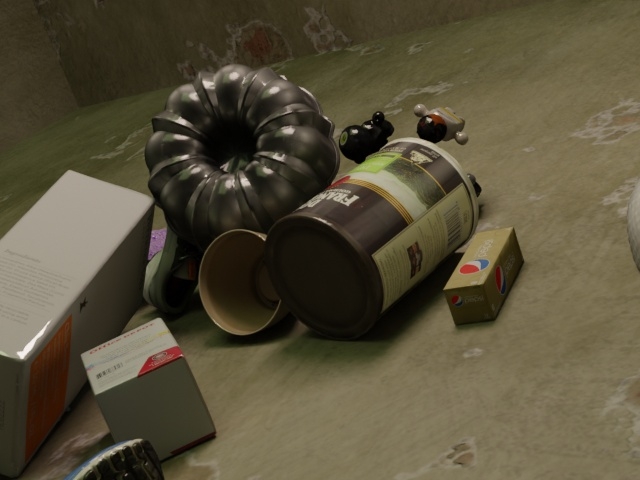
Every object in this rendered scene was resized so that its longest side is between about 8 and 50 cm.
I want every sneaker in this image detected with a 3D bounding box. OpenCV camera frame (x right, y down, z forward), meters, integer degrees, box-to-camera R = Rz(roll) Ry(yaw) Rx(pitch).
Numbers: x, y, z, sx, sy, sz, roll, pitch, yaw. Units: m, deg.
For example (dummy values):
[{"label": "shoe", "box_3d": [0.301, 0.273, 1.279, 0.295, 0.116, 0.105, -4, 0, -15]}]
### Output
[{"label": "sneaker", "box_3d": [-0.225, 0.004, 2.013, 0.100, 0.271, 0.108, 10, 14, -30]}, {"label": "sneaker", "box_3d": [-0.319, 0.330, 1.336, 0.147, 0.130, 0.330, 6, 32, 46]}]

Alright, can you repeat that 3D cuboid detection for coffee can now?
[{"label": "coffee can", "box_3d": [0.079, -0.007, 1.743, 0.201, 0.201, 0.275, -2, 26, 43]}]

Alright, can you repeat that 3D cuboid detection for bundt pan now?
[{"label": "bundt pan", "box_3d": [-0.141, -0.142, 1.900, 0.331, 0.331, 0.124, -18, -17, 7]}]

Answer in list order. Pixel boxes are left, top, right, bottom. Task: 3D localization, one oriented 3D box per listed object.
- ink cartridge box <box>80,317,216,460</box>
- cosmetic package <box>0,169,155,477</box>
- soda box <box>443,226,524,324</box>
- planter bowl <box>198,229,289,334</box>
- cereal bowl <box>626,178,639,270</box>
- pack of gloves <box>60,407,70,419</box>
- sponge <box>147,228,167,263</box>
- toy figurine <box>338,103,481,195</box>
[{"label": "ink cartridge box", "box_3d": [-0.236, 0.206, 1.594, 0.128, 0.127, 0.176, -25, 19, -10]}, {"label": "cosmetic package", "box_3d": [-0.416, 0.110, 1.771, 0.161, 0.230, 0.453, 17, 35, 7]}, {"label": "soda box", "box_3d": [0.233, 0.047, 1.655, 0.061, 0.058, 0.181, -10, 22, 28]}, {"label": "planter bowl", "box_3d": [-0.095, 0.063, 1.834, 0.162, 0.162, 0.109, -8, -4, 32]}, {"label": "cereal bowl", "box_3d": [0.558, -0.074, 1.527, 0.339, 0.141, 0.339, -19, 18, 6]}, {"label": "pack of gloves", "box_3d": [-0.503, 0.285, 1.818, 0.195, 0.046, 0.232, -18, 18, -29]}, {"label": "sponge", "box_3d": [-0.317, 0.019, 2.162, 0.117, 0.031, 0.210, 27, 19, 31]}, {"label": "toy figurine", "box_3d": [0.151, -0.116, 1.954, 0.209, 0.213, 0.148, -7, 8, 26]}]
